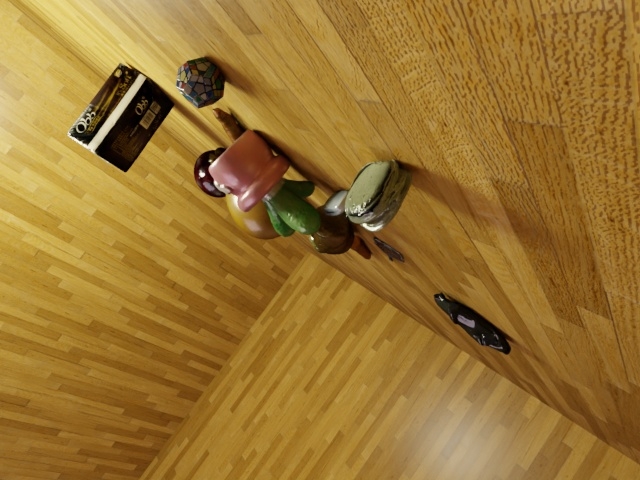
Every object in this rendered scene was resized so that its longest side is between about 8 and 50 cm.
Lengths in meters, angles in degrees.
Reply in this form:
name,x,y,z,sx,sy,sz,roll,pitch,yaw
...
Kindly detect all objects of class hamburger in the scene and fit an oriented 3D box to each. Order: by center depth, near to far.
name,x,y,z,sx,sy,sz,roll,pitch,yaw
hamburger,0.100,-0.083,0.749,0.062,0.133,0.140,30,-174,-20

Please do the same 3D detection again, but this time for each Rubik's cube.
name,x,y,z,sx,sy,sz,roll,pitch,yaw
Rubik's cube,-0.273,-0.359,0.951,0.111,0.111,0.093,40,-162,-33

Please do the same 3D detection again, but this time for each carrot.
name,x,y,z,sx,sy,sz,roll,pitch,yaw
carrot,-0.268,-0.337,1.296,0.059,0.059,0.248,34,170,24
carrot,0.174,0.042,1.728,0.057,0.057,0.224,33,176,32

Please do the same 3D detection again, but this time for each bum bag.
name,x,y,z,sx,sy,sz,roll,pitch,yaw
bum bag,0.533,0.299,1.468,0.326,0.080,0.142,36,178,5

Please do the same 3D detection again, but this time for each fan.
name,x,y,z,sx,sy,sz,roll,pitch,yaw
fan,0.248,0.047,1.505,0.132,0.009,0.220,35,174,19

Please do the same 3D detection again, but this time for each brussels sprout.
name,x,y,z,sx,sy,sz,roll,pitch,yaw
brussels sprout,-0.003,0.002,2.254,0.181,0.101,0.139,17,-152,-50

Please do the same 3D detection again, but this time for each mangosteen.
name,x,y,z,sx,sy,sz,roll,pitch,yaw
mangosteen,-0.465,-0.327,1.932,0.228,0.228,0.265,38,133,-10

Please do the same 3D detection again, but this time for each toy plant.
name,x,y,z,sx,sy,sz,roll,pitch,yaw
toy plant,-0.165,-0.157,1.294,0.356,0.211,0.317,38,165,-18

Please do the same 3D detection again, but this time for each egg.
name,x,y,z,sx,sy,sz,roll,pitch,yaw
egg,-0.248,-0.150,1.700,0.322,0.250,0.250,46,178,19

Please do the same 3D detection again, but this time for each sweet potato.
name,x,y,z,sx,sy,sz,roll,pitch,yaw
sweet potato,0.046,-0.020,1.485,0.157,0.158,0.370,35,173,17

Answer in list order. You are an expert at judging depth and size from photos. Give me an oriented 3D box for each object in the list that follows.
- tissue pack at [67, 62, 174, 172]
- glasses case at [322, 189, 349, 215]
name,x,y,z,sx,sy,sz,roll,pitch,yaw
tissue pack,-0.785,-0.488,1.668,0.198,0.370,0.210,29,171,23
glasses case,0.047,-0.106,1.183,0.045,0.067,0.178,38,174,-12
